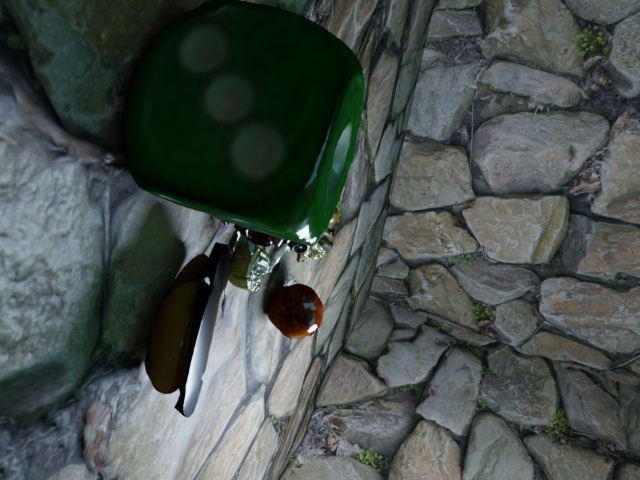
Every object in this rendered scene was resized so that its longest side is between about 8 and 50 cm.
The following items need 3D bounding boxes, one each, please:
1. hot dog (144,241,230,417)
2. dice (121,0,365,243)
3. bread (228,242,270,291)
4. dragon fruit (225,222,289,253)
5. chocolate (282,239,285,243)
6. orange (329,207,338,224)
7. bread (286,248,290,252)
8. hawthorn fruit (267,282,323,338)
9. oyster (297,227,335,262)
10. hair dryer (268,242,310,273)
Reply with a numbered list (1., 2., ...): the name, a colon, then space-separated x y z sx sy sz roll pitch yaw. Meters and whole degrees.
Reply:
1. hot dog: -0.269 0.167 0.952 0.194 0.107 0.326 98 5 -68
2. dice: -0.104 -0.169 0.774 0.287 0.300 0.297 45 62 -78
3. bread: -0.177 0.071 1.246 0.156 0.064 0.117 35 75 -74
4. dragon fruit: -0.119 -0.082 1.035 0.193 0.192 0.274 -30 140 -38
5. chocolate: -0.114 -0.083 1.195 0.156 0.156 0.133 -64 148 -29
6. orange: 0.032 -0.098 1.824 0.085 0.085 0.085 18 90 -76
7. bread: -0.106 -0.001 1.490 0.047 0.036 0.083 -61 160 -29
8. hawthorn fruit: -0.076 0.231 1.601 0.202 0.185 0.185 1 106 -80
9. oyster: 0.000 0.003 1.841 0.345 0.078 0.129 -28 126 -66
10. hair dryer: -0.104 -0.046 1.371 0.267 0.092 0.229 -33 -129 54
